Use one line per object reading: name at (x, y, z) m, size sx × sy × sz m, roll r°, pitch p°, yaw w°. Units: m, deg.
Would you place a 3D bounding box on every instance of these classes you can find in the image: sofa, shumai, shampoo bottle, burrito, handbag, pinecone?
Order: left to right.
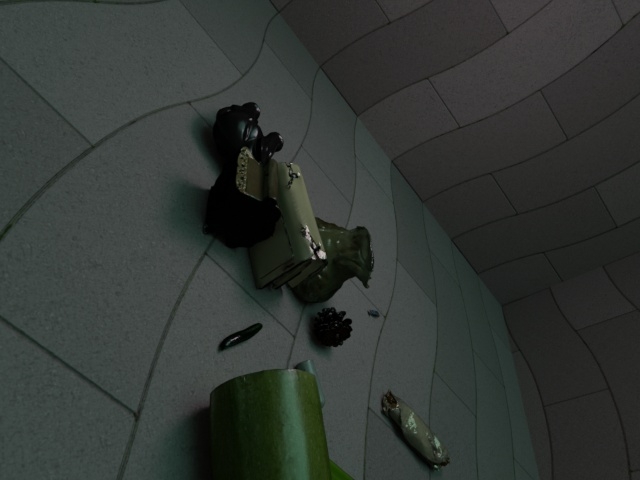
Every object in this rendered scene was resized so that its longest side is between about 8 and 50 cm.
sofa at (-0.221, -0.120, 1.393) m, size 0.182 × 0.258 × 0.200 m, roll 22°, pitch 43°, yaw -30°
handbag at (-0.117, -0.044, 1.481) m, size 0.160 × 0.236 × 0.359 m, roll 6°, pitch 58°, yaw -42°
shampoo bottle at (-0.020, 0.460, 1.375) m, size 0.056 × 0.056 × 0.195 m, roll 11°, pitch 56°, yaw -55°
pinecone at (0.040, 0.290, 1.558) m, size 0.140 × 0.140 × 0.121 m, roll 29°, pitch 12°, yaw -43°
shumai at (0.050, 0.031, 1.583) m, size 0.291 × 0.288 × 0.330 m, roll -16°, pitch 82°, yaw -41°
burrito at (0.363, 0.726, 1.724) m, size 0.392 × 0.076 × 0.117 m, roll 50°, pitch 36°, yaw -13°

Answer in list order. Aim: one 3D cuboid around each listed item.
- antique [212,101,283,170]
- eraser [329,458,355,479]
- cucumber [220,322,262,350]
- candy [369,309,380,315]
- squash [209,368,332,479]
antique at (-0.253, -0.326, 1.617) m, size 0.322 × 0.185 × 0.255 m, roll 56°, pitch 21°, yaw -6°
eraser at (0.023, 0.697, 1.187) m, size 0.274 × 0.092 × 0.210 m, roll 49°, pitch 30°, yaw -22°
cucumber at (-0.213, 0.263, 1.270) m, size 0.184 × 0.036 × 0.033 m, roll -12°, pitch 82°, yaw -62°
candy at (0.232, 0.312, 1.953) m, size 0.083 × 0.020 × 0.030 m, roll 28°, pitch 42°, yaw -47°
squash at (-0.102, 0.507, 0.987) m, size 0.263 × 0.263 × 0.385 m, roll 27°, pitch 43°, yaw -45°
